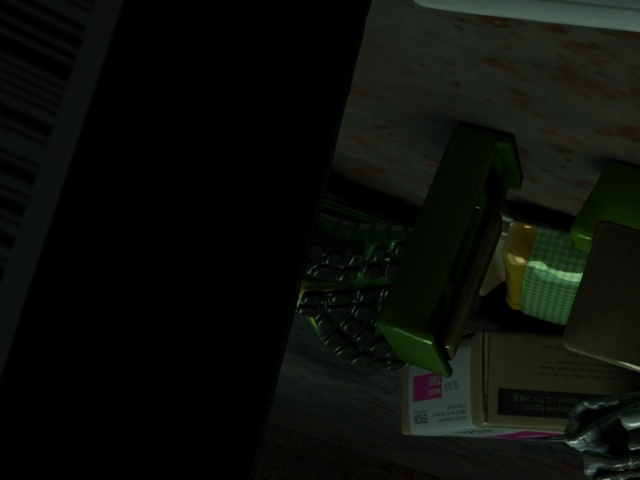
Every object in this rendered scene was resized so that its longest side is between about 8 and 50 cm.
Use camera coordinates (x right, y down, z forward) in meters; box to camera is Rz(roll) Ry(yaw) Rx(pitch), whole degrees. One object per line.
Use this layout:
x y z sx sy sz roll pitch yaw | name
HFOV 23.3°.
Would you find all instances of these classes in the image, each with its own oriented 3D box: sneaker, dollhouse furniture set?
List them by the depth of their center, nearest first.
0.180 0.060 1.118 0.198 0.151 0.301 17 166 17 | dollhouse furniture set
0.000 0.000 1.289 0.344 0.134 0.146 22 -155 -33 | sneaker

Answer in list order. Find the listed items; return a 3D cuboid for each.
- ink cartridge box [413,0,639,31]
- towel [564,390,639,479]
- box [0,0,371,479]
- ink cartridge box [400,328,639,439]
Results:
0.250 -0.086 0.521 0.324 0.071 0.330 12 -168 33 | ink cartridge box
0.361 0.184 1.228 0.284 0.121 0.235 -14 153 24 | towel
-0.228 -0.003 0.589 0.297 0.479 0.472 25 154 -23 | box
0.198 0.139 1.433 0.193 0.088 0.235 4 171 -14 | ink cartridge box
